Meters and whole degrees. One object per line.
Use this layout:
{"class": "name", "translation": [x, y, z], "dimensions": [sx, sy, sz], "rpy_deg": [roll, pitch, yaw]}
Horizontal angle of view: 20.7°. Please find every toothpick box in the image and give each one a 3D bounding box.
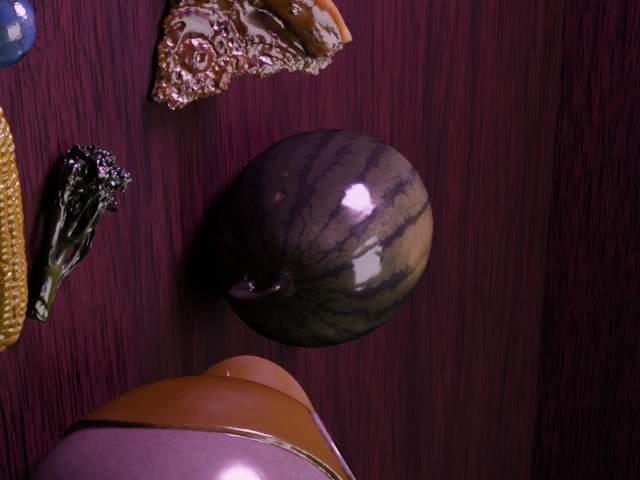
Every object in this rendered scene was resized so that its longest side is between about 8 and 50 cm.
{"class": "toothpick box", "translation": [-0.136, 0.354, 1.986], "dimensions": [0.425, 0.409, 0.408], "rpy_deg": [-41, 140, -63]}

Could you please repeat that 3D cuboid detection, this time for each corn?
{"class": "corn", "translation": [-0.333, -0.017, 1.674], "dimensions": [0.106, 0.106, 0.305], "rpy_deg": [-54, 151, -45]}

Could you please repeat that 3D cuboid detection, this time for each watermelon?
{"class": "watermelon", "translation": [0.000, 0.000, 2.309], "dimensions": [0.359, 0.279, 0.278], "rpy_deg": [-45, 143, -59]}

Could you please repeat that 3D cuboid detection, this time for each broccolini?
{"class": "broccolini", "translation": [-0.282, -0.012, 1.911], "dimensions": [0.202, 0.068, 0.091], "rpy_deg": [-60, 146, 0]}

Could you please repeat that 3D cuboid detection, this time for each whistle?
{"class": "whistle", "translation": [-0.307, -0.220, 1.646], "dimensions": [0.090, 0.090, 0.157], "rpy_deg": [-13, 114, -67]}

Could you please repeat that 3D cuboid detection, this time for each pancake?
{"class": "pancake", "translation": [-0.098, -0.240, 2.089], "dimensions": [0.266, 0.057, 0.244], "rpy_deg": [44, 76, -33]}
